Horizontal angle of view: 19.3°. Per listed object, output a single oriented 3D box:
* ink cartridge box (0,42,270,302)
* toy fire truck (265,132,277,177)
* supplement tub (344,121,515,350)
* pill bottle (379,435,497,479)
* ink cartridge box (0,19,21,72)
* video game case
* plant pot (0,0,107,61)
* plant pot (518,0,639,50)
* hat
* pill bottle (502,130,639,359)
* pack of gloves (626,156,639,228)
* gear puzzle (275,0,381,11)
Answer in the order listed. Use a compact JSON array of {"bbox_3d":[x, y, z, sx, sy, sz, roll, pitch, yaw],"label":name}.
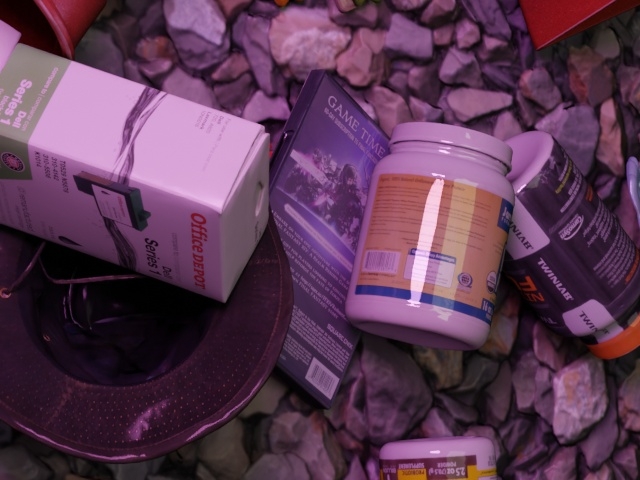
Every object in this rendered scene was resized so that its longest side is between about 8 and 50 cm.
[{"bbox_3d":[-0.159,-0.053,1.541,0.219,0.160,0.092,19,62,10],"label":"ink cartridge box"},{"bbox_3d":[-0.105,-0.013,1.782,0.192,0.047,0.135,-31,102,-35],"label":"toy fire truck"},{"bbox_3d":[0.110,-0.003,1.835,0.144,0.144,0.200,18,79,-32],"label":"supplement tub"},{"bbox_3d":[0.122,0.304,1.860,0.117,0.117,0.215,-1,85,-36],"label":"pill bottle"},{"bbox_3d":[-0.388,-0.100,1.515,0.168,0.171,0.233,34,67,-27],"label":"ink cartridge box"},{"bbox_3d":[0.000,0.000,1.839,0.196,0.026,0.274,44,60,-41],"label":"video game case"},{"bbox_3d":[-0.228,-0.323,1.563,0.272,0.272,0.265,46,73,-22],"label":"plant pot"},{"bbox_3d":[0.340,-0.393,2.026,0.267,0.267,0.236,-26,87,-37],"label":"plant pot"},{"bbox_3d":[-0.177,0.059,1.645,0.331,0.134,0.331,1,61,-2],"label":"hat"},{"bbox_3d":[0.258,0.013,1.984,0.246,0.130,0.130,50,60,-21],"label":"pill bottle"},{"bbox_3d":[0.368,0.026,2.066,0.195,0.046,0.232,11,63,-67],"label":"pack of gloves"},{"bbox_3d":[0.051,-0.336,1.934,0.339,0.044,0.175,-28,101,-34],"label":"gear puzzle"}]
